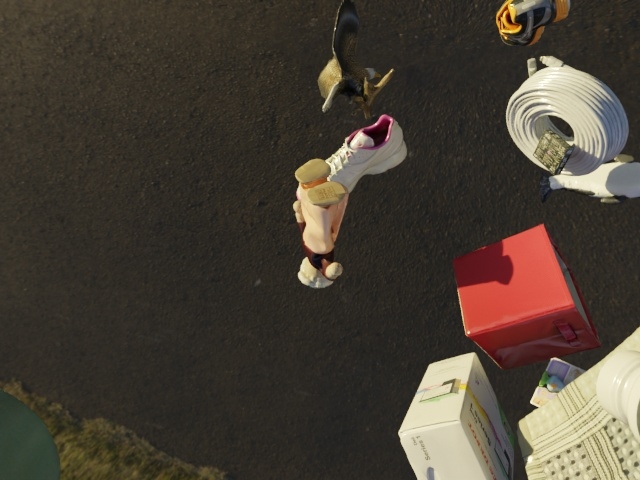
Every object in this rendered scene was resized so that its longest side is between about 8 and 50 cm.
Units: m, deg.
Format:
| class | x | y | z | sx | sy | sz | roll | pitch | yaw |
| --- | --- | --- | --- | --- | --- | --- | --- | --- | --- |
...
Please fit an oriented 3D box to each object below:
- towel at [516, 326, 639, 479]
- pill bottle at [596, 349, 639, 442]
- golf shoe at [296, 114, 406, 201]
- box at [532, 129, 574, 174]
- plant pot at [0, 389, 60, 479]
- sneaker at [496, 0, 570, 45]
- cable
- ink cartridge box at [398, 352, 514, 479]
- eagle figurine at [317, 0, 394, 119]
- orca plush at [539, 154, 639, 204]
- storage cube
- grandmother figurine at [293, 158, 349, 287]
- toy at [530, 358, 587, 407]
| class | x | y | z | sx | sy | sz | roll | pitch | yaw |
| --- | --- | --- | --- | --- | --- | --- | --- | --- | --- |
| towel | 0.379 | 0.284 | 0.547 | 0.056 | 0.312 | 0.324 | 24 | 122 | -7 |
| pill bottle | 0.370 | 0.173 | 0.415 | 0.108 | 0.180 | 0.107 | -1 | 95 | -11 |
| golf shoe | 0.067 | -0.197 | 1.059 | 0.306 | 0.140 | 0.115 | -33 | 60 | -5 |
| box | 0.516 | -0.197 | 0.970 | 0.018 | 0.083 | 0.067 | -5 | 132 | -14 |
| plant pot | -0.437 | 0.314 | 0.391 | 0.341 | 0.334 | 0.341 | -1 | 97 | -10 |
| sneaker | 0.338 | -0.380 | 0.741 | 0.083 | 0.215 | 0.084 | -16 | 96 | 10 |
| cable | 0.548 | -0.263 | 0.987 | 0.257 | 0.089 | 0.257 | 42 | 166 | 36 |
| ink cartridge box | 0.270 | 0.369 | 0.827 | 0.117 | 0.278 | 0.201 | -25 | 88 | 26 |
| eagle figurine | 0.080 | -0.505 | 1.276 | 0.226 | 0.225 | 0.298 | -34 | 72 | 22 |
| orca plush | 0.748 | -0.131 | 1.161 | 0.287 | 0.151 | 0.102 | -12 | 143 | 33 |
| storage cube | 0.403 | 0.118 | 0.872 | 0.193 | 0.215 | 0.184 | -27 | 131 | 29 |
| grandmother figurine | 0.000 | 0.000 | 0.961 | 0.104 | 0.207 | 0.342 | -10 | 144 | -10 |
| toy | 0.633 | 0.371 | 1.012 | 0.237 | 0.137 | 0.056 | 19 | 156 | 43 |
